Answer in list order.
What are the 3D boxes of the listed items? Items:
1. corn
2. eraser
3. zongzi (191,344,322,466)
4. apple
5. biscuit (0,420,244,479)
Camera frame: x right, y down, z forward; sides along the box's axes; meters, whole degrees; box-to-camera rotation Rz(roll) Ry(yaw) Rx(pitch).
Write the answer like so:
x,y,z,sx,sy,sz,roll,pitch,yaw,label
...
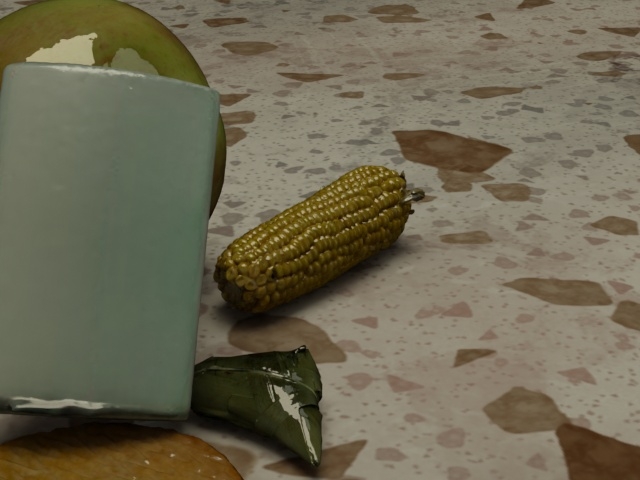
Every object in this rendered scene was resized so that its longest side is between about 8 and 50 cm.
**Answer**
x,y,z,sx,sy,sz,roll,pitch,yaw,label
0.000,0.000,1.188,0.106,0.106,0.293,18,35,35,corn
-0.190,0.005,0.921,0.189,0.289,0.104,6,-11,-3,eraser
-0.075,0.149,0.921,0.154,0.062,0.130,-6,37,3,zongzi
-0.258,-0.093,1.141,0.319,0.319,0.277,22,34,40,apple
-0.170,0.210,0.801,0.254,0.035,0.254,-1,23,0,biscuit
